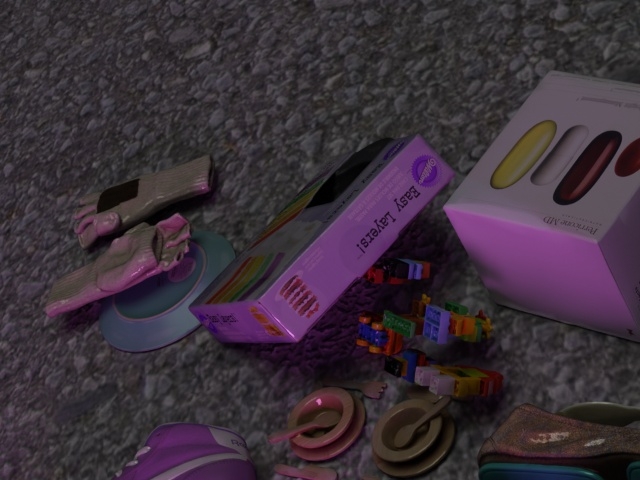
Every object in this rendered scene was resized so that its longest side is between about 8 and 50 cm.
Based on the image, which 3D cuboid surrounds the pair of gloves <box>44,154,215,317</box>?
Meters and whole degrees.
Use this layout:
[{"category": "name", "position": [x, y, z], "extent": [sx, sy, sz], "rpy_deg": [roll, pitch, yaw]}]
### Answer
[{"category": "pair of gloves", "position": [-0.236, -0.013, 1.975], "extent": [0.204, 0.042, 0.240], "rpy_deg": [-20, 32, 24]}]

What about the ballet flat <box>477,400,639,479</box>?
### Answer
[{"category": "ballet flat", "position": [0.279, 0.187, 1.375], "extent": [0.316, 0.107, 0.106], "rpy_deg": [7, 45, 38]}]

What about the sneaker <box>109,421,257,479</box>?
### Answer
[{"category": "sneaker", "position": [-0.197, 0.273, 1.629], "extent": [0.282, 0.102, 0.161], "rpy_deg": [-17, 36, 4]}]

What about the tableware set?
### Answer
[{"category": "tableware set", "position": [0.043, 0.183, 1.594], "extent": [0.194, 0.039, 0.128], "rpy_deg": [4, 51, 38]}]

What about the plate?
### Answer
[{"category": "plate", "position": [-0.187, 0.053, 1.911], "extent": [0.188, 0.024, 0.188], "rpy_deg": [-20, 39, 17]}]

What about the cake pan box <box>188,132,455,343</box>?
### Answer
[{"category": "cake pan box", "position": [0.000, 0.000, 1.722], "extent": [0.267, 0.070, 0.246], "rpy_deg": [-46, 15, -17]}]

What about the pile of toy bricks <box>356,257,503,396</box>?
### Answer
[{"category": "pile of toy bricks", "position": [0.122, 0.084, 1.609], "extent": [0.105, 0.118, 0.212], "rpy_deg": [2, 10, -24]}]

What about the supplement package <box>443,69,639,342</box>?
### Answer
[{"category": "supplement package", "position": [0.270, -0.038, 1.584], "extent": [0.194, 0.149, 0.203], "rpy_deg": [14, 57, 44]}]
